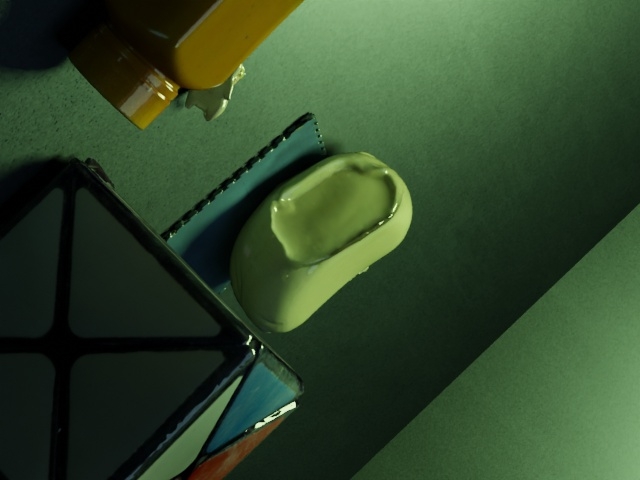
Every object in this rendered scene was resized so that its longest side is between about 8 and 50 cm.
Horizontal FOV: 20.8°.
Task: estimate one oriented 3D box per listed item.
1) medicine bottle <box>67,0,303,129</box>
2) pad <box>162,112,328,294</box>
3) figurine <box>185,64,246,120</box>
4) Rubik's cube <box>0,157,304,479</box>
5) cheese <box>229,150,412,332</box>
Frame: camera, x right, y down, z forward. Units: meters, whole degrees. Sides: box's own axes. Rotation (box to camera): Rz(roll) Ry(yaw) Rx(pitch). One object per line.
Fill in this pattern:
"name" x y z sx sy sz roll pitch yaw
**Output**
"medicine bottle" -0.126 -0.217 1.642 0.222 0.112 0.149 -45 161 3
"pad" -0.091 -0.028 2.246 0.269 0.012 0.270 -40 161 -10
"figurine" -0.109 -0.169 1.888 0.083 0.047 0.050 -55 174 10
"Rubik's cube" -0.239 0.140 1.876 0.307 0.310 0.305 -43 163 -3
"cheese" 0.000 0.000 2.281 0.266 0.127 0.233 -34 162 -19
